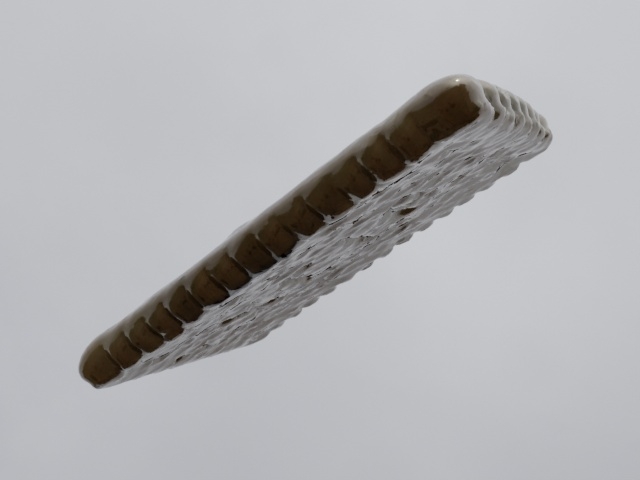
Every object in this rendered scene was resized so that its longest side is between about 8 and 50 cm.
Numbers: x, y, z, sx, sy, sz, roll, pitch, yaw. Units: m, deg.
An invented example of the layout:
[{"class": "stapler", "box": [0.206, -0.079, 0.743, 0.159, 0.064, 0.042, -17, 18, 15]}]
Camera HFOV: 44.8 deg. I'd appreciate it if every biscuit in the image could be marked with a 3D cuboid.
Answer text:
[{"class": "biscuit", "box": [0.000, 0.000, 0.537, 0.325, 0.217, 0.044, -35, -102, 25]}]
